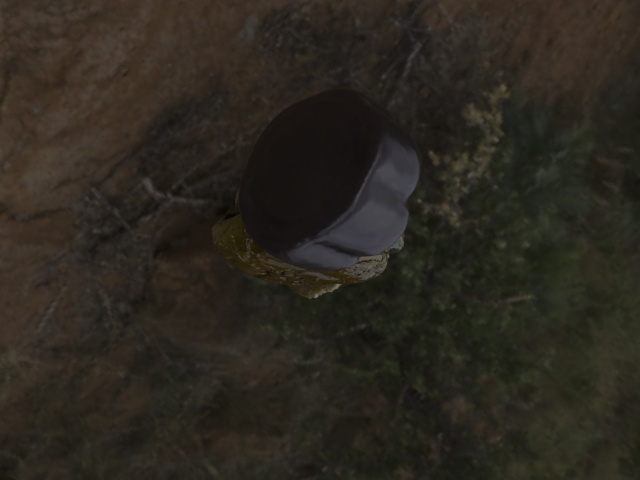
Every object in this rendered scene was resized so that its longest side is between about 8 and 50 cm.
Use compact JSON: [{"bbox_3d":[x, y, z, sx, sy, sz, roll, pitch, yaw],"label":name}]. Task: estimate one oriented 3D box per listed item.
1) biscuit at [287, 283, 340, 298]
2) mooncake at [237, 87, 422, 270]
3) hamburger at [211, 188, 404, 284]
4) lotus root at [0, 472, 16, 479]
[{"bbox_3d":[-0.001,0.000,1.721,0.033,0.220,0.220,23,111,-45],"label":"biscuit"},{"bbox_3d":[0.013,-0.077,1.241,0.133,0.245,0.245,23,111,-43],"label":"mooncake"},{"bbox_3d":[-0.023,0.002,1.485,0.265,0.284,0.134,34,67,-48],"label":"hamburger"},{"bbox_3d":[-0.594,0.483,1.531,0.250,0.345,0.251,17,90,-87],"label":"lotus root"}]
